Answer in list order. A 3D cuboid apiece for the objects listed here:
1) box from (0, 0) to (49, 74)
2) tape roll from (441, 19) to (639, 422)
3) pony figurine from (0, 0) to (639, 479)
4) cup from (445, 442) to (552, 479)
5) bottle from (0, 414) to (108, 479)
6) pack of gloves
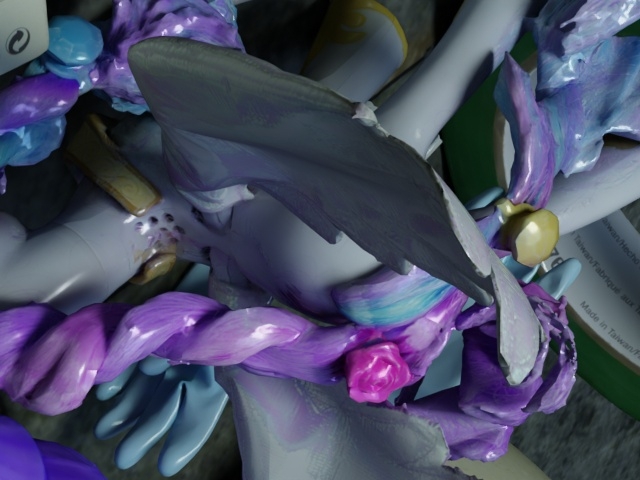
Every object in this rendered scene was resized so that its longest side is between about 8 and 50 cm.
[{"bbox_3d":[-0.156,-0.170,0.496,0.094,0.113,0.275,-31,145,-30],"label":"box"},{"bbox_3d":[0.208,-0.023,0.896,0.077,0.321,0.321,-37,139,-29],"label":"tape roll"},{"bbox_3d":[0.000,0.000,0.650,0.363,0.351,0.302,-39,135,-34],"label":"pony figurine"},{"bbox_3d":[0.090,0.283,0.972,0.331,0.237,0.331,-52,158,-31],"label":"cup"},{"bbox_3d":[-0.142,0.156,0.790,0.118,0.092,0.283,-50,144,-16],"label":"bottle"},{"bbox_3d":[-0.004,0.035,0.789,0.232,0.195,0.046,-52,139,-11],"label":"pack of gloves"}]
